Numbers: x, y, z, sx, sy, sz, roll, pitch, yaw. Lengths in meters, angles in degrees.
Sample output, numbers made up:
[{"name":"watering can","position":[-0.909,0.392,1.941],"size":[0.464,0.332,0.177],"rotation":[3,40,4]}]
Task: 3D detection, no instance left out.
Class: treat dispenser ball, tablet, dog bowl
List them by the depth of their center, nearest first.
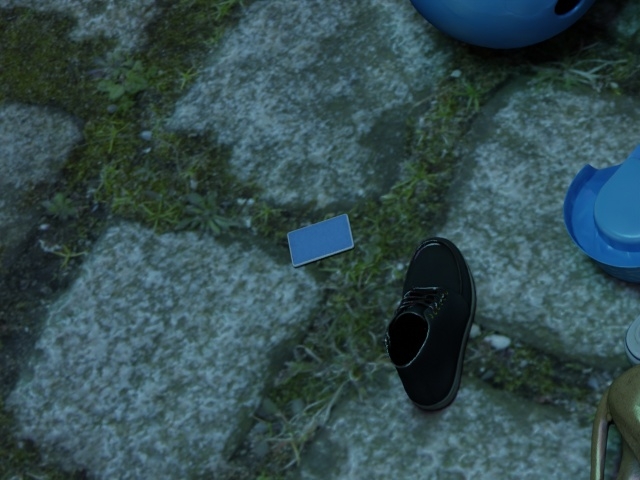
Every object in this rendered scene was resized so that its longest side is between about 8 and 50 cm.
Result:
[{"name":"dog bowl","position":[0.417,-0.073,1.944],"size":[0.297,0.074,0.166],"rotation":[-47,55,-10]},{"name":"treat dispenser ball","position":[0.229,-0.386,2.078],"size":[0.288,0.288,0.288],"rotation":[-10,57,16]},{"name":"tablet","position":[0.000,0.000,2.108],"size":[0.083,0.006,0.054],"rotation":[-18,55,10]}]

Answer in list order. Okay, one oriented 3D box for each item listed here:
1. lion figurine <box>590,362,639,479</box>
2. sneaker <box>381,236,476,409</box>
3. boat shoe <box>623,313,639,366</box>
[{"name":"lion figurine","position":[0.425,0.166,1.746],"size":[0.392,0.142,0.240],"rotation":[-14,65,8]},{"name":"sneaker","position":[0.128,0.075,1.941],"size":[0.083,0.118,0.222],"rotation":[-7,58,18]},{"name":"boat shoe","position":[0.456,0.059,1.837],"size":[0.267,0.088,0.096],"rotation":[-24,55,7]}]
